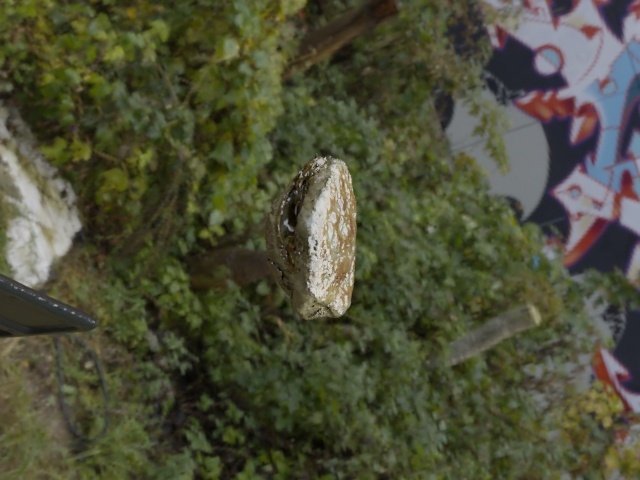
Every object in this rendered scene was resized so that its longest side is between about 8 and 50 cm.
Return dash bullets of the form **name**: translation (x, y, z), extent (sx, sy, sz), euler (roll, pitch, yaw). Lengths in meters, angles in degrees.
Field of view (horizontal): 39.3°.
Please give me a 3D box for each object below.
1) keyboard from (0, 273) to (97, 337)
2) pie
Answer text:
- **keyboard**: translation (-0.216, -0.008, 0.317), extent (0.381, 0.104, 0.041), euler (38, 48, -69)
- **pie**: translation (0.000, 0.000, 1.008), extent (0.193, 0.079, 0.163), euler (-69, 144, -46)
